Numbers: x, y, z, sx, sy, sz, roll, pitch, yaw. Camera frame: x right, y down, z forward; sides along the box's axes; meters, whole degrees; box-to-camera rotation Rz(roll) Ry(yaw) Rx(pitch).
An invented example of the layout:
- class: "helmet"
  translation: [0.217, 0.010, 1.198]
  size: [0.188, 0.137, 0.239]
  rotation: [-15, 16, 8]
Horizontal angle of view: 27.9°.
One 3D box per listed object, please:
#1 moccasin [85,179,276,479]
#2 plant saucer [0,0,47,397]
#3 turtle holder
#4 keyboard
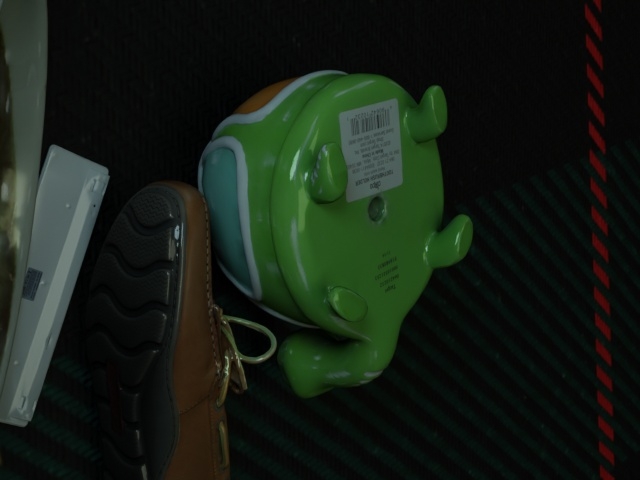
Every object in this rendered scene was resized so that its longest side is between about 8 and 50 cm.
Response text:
- class: "moccasin"
  translation: [-0.133, 0.126, 1.244]
  size: [0.147, 0.139, 0.380]
  rotation: [-18, 110, -45]
- class: "plant saucer"
  translation: [-0.283, -0.030, 0.964]
  size: [0.100, 0.400, 0.400]
  rotation: [6, 93, -6]
- class: "turtle holder"
  translation: [0.008, -0.017, 1.306]
  size: [0.243, 0.227, 0.320]
  rotation: [-52, 131, -29]
- class: "keyboard"
  translation: [-0.260, 0.043, 1.189]
  size: [0.072, 0.014, 0.256]
  rotation: [23, 79, -41]
